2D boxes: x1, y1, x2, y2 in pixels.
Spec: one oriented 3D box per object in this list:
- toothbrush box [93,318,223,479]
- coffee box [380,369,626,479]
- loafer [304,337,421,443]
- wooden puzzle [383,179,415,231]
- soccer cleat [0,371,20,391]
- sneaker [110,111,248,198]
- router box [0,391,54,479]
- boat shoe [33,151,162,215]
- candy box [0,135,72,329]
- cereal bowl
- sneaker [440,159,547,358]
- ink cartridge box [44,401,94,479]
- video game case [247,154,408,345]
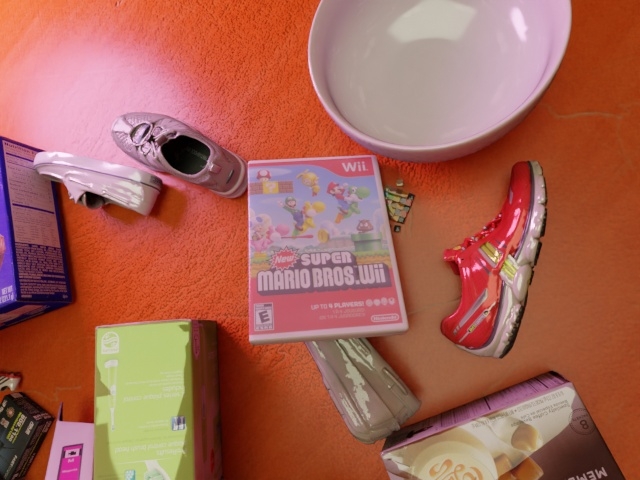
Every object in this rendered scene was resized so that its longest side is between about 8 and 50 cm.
[{"bbox_3d":[-0.211,0.254,0.604,0.122,0.206,0.283,-3,79,-4],"label":"toothbrush box"},{"bbox_3d":[0.220,0.281,0.551,0.247,0.098,0.141,-25,76,10],"label":"coffee box"},{"bbox_3d":[0.023,0.124,0.634,0.112,0.112,0.319,-28,73,-10],"label":"loafer"},{"bbox_3d":[0.115,-0.056,0.682,0.049,0.006,0.083,23,88,17],"label":"wooden puzzle"},{"bbox_3d":[-0.597,0.262,0.811,0.083,0.029,0.035,-1,77,10],"label":"soccer cleat"},{"bbox_3d":[-0.252,-0.166,0.741,0.281,0.115,0.105,21,87,17],"label":"sneaker"},{"bbox_3d":[-0.544,0.349,0.776,0.092,0.038,0.122,25,88,17],"label":"router box"},{"bbox_3d":[-0.413,-0.099,0.785,0.258,0.095,0.084,11,80,17],"label":"boat shoe"},{"bbox_3d":[-0.631,0.003,0.813,0.268,0.122,0.317,-20,75,13],"label":"candy box"},{"bbox_3d":[0.160,-0.266,0.635,0.339,0.141,0.338,-2,80,14],"label":"cereal bowl"},{"bbox_3d":[0.231,0.015,0.593,0.119,0.107,0.278,15,83,26],"label":"sneaker"},{"bbox_3d":[-0.339,0.386,0.588,0.069,0.371,0.175,0,101,-27],"label":"ink cartridge box"},{"bbox_3d":[0.000,0.000,0.622,0.204,0.025,0.285,-4,61,-4],"label":"video game case"}]
